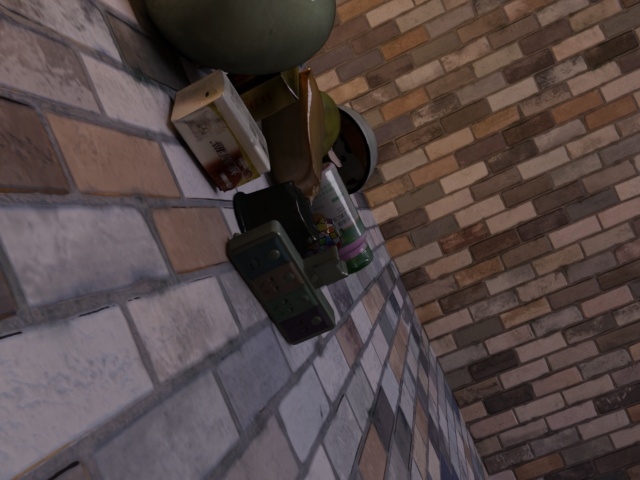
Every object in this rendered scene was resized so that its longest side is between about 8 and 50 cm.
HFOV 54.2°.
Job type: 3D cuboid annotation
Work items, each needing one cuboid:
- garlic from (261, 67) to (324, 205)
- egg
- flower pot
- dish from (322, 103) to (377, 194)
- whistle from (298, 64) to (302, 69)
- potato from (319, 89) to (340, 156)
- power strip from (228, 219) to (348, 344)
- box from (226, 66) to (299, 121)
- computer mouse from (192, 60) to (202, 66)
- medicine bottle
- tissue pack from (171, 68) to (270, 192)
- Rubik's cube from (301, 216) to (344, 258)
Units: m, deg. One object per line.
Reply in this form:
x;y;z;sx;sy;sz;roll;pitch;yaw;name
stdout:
-0.057;-0.206;1.408;0.196;0.151;0.338;119;-28;-71;garlic
-0.135;-0.421;1.091;0.352;0.258;0.258;3;53;-32;egg
-0.069;-0.033;1.100;0.157;0.107;0.157;-23;90;-78;flower pot
0.063;-0.275;1.823;0.120;0.303;0.303;-33;101;-41;dish
-0.138;-0.592;1.887;0.289;0.164;0.163;64;10;-5;whistle
-0.039;-0.304;1.649;0.149;0.197;0.228;38;15;26;potato
-0.031;0.057;0.980;0.061;0.145;0.215;-97;161;-55;power strip
-0.128;-0.313;1.284;0.071;0.159;0.240;58;14;-27;box
-0.221;-0.391;1.242;0.102;0.045;0.199;57;18;-9;computer mouse
0.032;-0.050;1.578;0.274;0.134;0.133;62;11;-18;medicine bottle
-0.156;-0.170;0.984;0.148;0.099;0.106;58;11;-36;tissue pack
0.000;0.000;1.409;0.111;0.093;0.111;-23;90;-81;Rubik's cube
